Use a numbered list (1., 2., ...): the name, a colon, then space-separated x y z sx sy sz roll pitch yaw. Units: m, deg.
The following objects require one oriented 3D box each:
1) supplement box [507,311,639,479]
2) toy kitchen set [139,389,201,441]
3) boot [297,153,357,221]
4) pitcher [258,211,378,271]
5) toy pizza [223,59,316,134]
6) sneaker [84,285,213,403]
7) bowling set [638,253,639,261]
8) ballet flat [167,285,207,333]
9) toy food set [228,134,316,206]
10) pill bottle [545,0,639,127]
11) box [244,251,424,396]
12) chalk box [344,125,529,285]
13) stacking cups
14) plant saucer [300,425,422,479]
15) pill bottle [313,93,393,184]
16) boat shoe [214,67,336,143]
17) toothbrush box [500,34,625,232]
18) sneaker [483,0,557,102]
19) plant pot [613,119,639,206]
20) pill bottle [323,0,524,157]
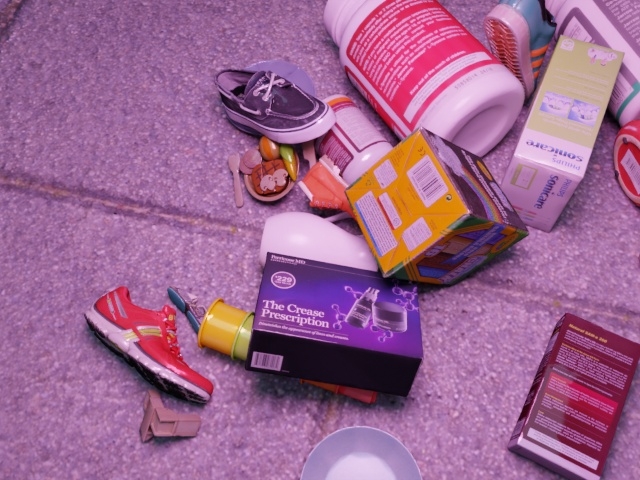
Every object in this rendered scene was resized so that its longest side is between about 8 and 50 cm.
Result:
1. supplement box: 0.411 0.252 0.982 0.130 0.073 0.239 25 70 14
2. toy kitchen set: -0.259 0.307 1.033 0.083 0.075 0.068 40 113 53
3. boot: 0.028 -0.073 1.102 0.085 0.059 0.158 -40 71 0
4. pitcher: 0.000 0.000 1.117 0.207 0.125 0.177 10 45 -3
5. toy pizza: -0.109 -0.304 1.305 0.201 0.032 0.201 -2 63 4
6. sneaker: -0.284 0.171 1.058 0.279 0.107 0.118 35 63 16
7. bowling set: 0.675 0.098 0.985 0.154 0.287 0.199 -22 99 0
8. ballet flat: -0.236 0.123 1.114 0.041 0.041 0.114 -38 68 -13
9. toy food set: -0.101 -0.142 1.175 0.192 0.038 0.132 -16 75 23
10. pill bottle: 0.598 -0.407 1.207 0.204 0.204 0.361 -21 66 -6
11. box: 0.023 0.132 0.989 0.261 0.103 0.184 10 36 -4
12. chalk box: 0.216 -0.042 1.050 0.179 0.289 0.180 -39 59 28
13. stacking cups: -0.047 0.194 1.044 0.316 0.096 0.096 19 67 7
14. plant saucer: 0.064 0.395 0.959 0.195 0.037 0.195 -2 65 4
15. pill bottle: 0.070 -0.169 1.179 0.121 0.121 0.221 -32 67 -11
16. boat shoe: -0.097 -0.270 1.153 0.108 0.102 0.301 -45 46 -16
17. toothbrush box: 0.430 -0.192 1.117 0.122 0.206 0.283 20 69 13
18. sneaker: 0.388 -0.368 1.143 0.121 0.302 0.108 -47 67 2
19. plant pot: 0.644 -0.153 1.093 0.174 0.191 0.191 -15 65 0
20. pill bottle: 0.182 -0.344 1.192 0.229 0.229 0.407 -30 65 -10
